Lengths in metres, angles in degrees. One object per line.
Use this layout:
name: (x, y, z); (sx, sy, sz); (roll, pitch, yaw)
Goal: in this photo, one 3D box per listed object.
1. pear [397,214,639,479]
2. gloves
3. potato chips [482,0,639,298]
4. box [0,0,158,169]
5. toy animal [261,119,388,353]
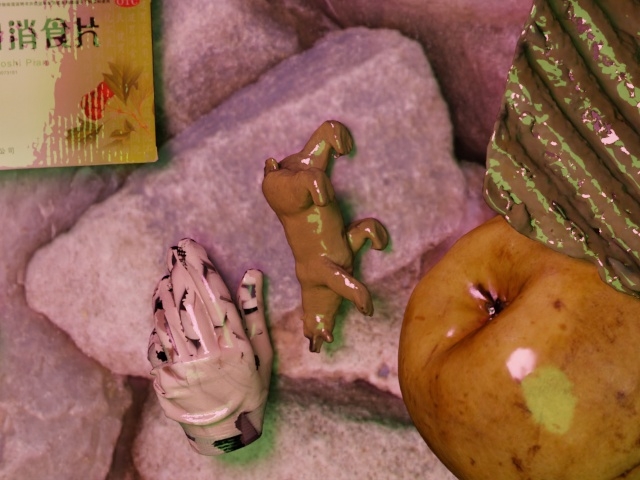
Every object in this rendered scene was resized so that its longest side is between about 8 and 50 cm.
pear: (0.236, 0.126, 1.499); (0.304, 0.304, 0.304); (1, 105, 5)
gloves: (-0.115, 0.104, 1.617); (0.127, 0.111, 0.212); (-10, 111, 13)
potato chips: (0.348, -0.104, 1.407); (0.389, 0.097, 0.373); (25, 62, 4)
box: (-0.292, -0.160, 1.551); (0.260, 0.062, 0.175); (-4, 105, -10)
toy animal: (0.000, 0.000, 1.593); (0.101, 0.103, 0.218); (-14, 106, 28)
